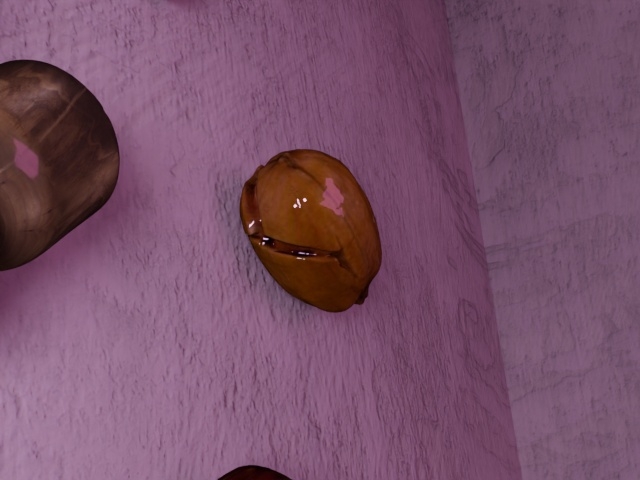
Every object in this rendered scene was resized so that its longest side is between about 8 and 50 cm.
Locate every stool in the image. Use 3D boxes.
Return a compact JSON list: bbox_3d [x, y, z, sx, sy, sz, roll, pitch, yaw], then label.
[{"bbox_3d":[-0.322,-0.046,0.752,0.179,0.179,0.264,65,26,-16],"label":"stool"}]

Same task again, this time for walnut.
[{"bbox_3d":[0.000,0.000,1.368,0.336,0.208,0.209,55,30,-36],"label":"walnut"}]

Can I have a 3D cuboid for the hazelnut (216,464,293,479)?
[{"bbox_3d":[-0.064,0.386,0.983,0.234,0.217,0.218,52,32,-39],"label":"hazelnut"}]
